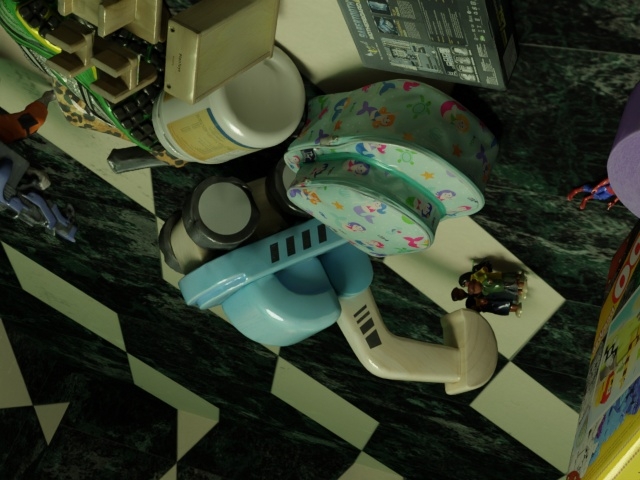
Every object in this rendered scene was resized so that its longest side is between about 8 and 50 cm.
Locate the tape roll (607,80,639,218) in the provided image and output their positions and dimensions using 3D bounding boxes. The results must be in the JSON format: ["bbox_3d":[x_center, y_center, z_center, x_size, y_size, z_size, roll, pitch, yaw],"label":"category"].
[{"bbox_3d":[0.462,-0.084,1.263,0.274,0.090,0.275,21,158,9],"label":"tape roll"}]

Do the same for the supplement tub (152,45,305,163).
[{"bbox_3d":[-0.129,-0.182,1.553,0.144,0.144,0.199,35,156,-27],"label":"supplement tub"}]

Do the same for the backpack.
[{"bbox_3d":[0.095,-0.097,1.489,0.225,0.191,0.253,35,150,-30],"label":"backpack"}]

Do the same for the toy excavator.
[{"bbox_3d":[0.016,0.087,1.787,0.445,0.433,0.222,67,155,4],"label":"toy excavator"}]

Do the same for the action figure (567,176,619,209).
[{"bbox_3d":[0.370,-0.064,1.485,0.038,0.030,0.115,36,154,-17],"label":"action figure"}]

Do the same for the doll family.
[{"bbox_3d":[0.270,0.084,1.856,0.111,0.076,0.193,1,150,4],"label":"doll family"}]

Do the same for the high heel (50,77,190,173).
[{"bbox_3d":[-0.294,-0.211,1.775,0.186,0.093,0.261,-8,137,23],"label":"high heel"}]

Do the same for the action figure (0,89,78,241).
[{"bbox_3d":[-0.509,-0.131,1.797,0.178,0.330,0.341,9,153,28],"label":"action figure"}]

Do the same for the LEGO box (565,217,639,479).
[{"bbox_3d":[0.413,0.023,0.986,0.193,0.372,0.500,23,138,2],"label":"LEGO box"}]

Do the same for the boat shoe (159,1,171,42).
[{"bbox_3d":[-0.238,-0.309,1.488,0.049,0.056,0.152,11,156,15],"label":"boat shoe"}]

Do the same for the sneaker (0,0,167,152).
[{"bbox_3d":[-0.320,-0.260,1.623,0.146,0.134,0.343,5,144,53],"label":"sneaker"}]

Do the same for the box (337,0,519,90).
[{"bbox_3d":[0.109,-0.262,1.245,0.183,0.059,0.233,13,157,24],"label":"box"}]

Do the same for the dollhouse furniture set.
[{"bbox_3d":[-0.193,-0.283,1.375,0.242,0.161,0.212,30,135,20],"label":"dollhouse furniture set"}]
